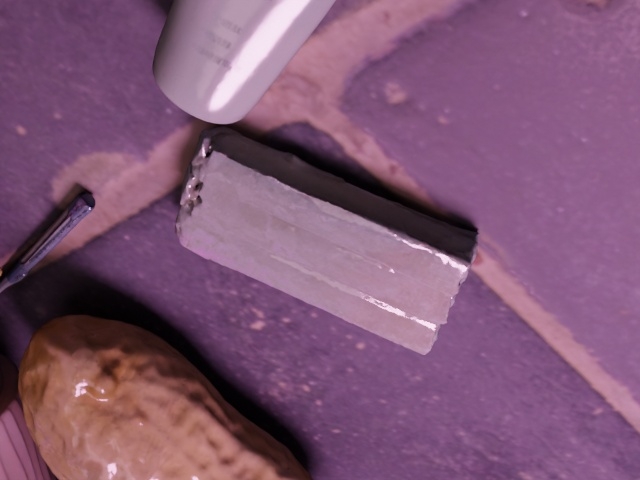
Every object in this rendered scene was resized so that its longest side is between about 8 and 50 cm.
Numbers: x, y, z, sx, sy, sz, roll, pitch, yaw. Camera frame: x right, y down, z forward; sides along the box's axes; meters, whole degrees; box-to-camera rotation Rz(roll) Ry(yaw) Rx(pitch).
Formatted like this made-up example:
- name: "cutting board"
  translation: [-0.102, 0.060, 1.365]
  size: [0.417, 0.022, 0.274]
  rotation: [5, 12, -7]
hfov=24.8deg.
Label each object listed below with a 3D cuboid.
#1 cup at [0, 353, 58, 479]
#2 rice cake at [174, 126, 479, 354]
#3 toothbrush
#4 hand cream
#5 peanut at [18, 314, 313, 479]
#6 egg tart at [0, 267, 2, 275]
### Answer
- name: "cup"
  translation: [-0.323, 0.238, 1.266]
  size: [0.208, 0.288, 0.273]
  rotation: [-14, 117, -5]
- name: "rice cake"
  translation: [0.000, 0.000, 1.027]
  size: [0.211, 0.038, 0.124]
  rotation: [20, 138, 0]
- name: "toothbrush"
  translation: [-0.231, 0.021, 1.149]
  size: [0.019, 0.016, 0.219]
  rotation: [33, 135, -16]
- name: "hand cream"
  translation: [-0.011, -0.194, 0.837]
  size: [0.109, 0.067, 0.321]
  rotation: [28, 129, -7]
- name: "peanut"
  translation: [-0.123, 0.179, 1.182]
  size: [0.152, 0.152, 0.313]
  rotation: [-26, 122, 38]
- name: "egg tart"
  translation: [-0.375, 0.013, 1.071]
  size: [0.288, 0.118, 0.288]
  rotation: [-14, 130, -17]
